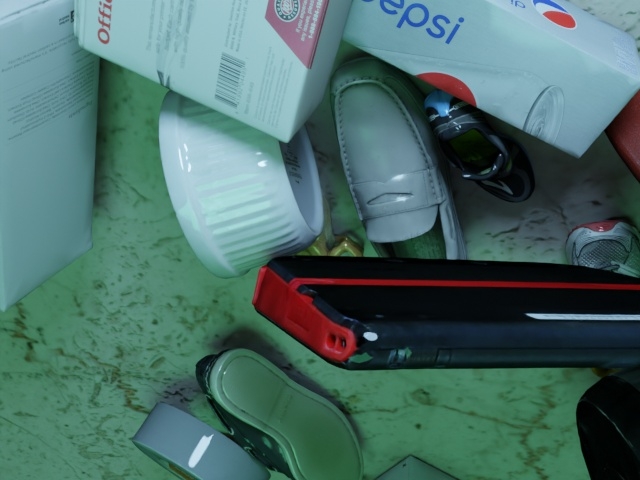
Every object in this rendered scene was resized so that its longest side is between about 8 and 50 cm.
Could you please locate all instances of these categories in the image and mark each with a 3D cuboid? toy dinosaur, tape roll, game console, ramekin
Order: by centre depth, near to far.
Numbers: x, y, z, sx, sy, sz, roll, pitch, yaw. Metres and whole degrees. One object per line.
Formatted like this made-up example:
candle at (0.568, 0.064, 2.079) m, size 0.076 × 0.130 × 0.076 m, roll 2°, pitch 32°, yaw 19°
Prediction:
game console at (0.152, 0.063, 0.644) m, size 0.386 × 0.342 × 0.060 m, roll 1°, pitch 96°, yaw -15°
ramekin at (-0.071, -0.071, 0.773) m, size 0.109 × 0.207 × 0.207 m, roll -13°, pitch 127°, yaw 12°
toy dinosaur at (0.000, 0.000, 0.909) m, size 0.112 × 0.064 × 0.211 m, roll 17°, pitch 132°, yaw 0°
tape roll at (-0.189, 0.347, 1.194) m, size 0.219 × 0.072 × 0.219 m, roll 26°, pitch 154°, yaw 14°

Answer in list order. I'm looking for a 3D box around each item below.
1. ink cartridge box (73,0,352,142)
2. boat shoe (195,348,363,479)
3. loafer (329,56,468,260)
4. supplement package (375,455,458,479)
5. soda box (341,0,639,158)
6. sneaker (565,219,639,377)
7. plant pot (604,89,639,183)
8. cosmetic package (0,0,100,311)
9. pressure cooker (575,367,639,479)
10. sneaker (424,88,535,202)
ink cartridge box at (-0.091, -0.205, 0.636) m, size 0.218 × 0.092 × 0.159 m, roll 25°, pitch 130°, yaw 7°
boat shoe at (-0.066, 0.279, 1.141) m, size 0.113 × 0.127 × 0.340 m, roll -3°, pitch 142°, yaw 50°
loafer at (0.091, -0.045, 0.813) m, size 0.112 × 0.111 × 0.319 m, roll -13°, pitch 127°, yaw 23°
supplement package at (0.178, 0.500, 1.220) m, size 0.203 × 0.194 × 0.149 m, roll 30°, pitch 130°, yaw -13°
soda box at (0.143, -0.191, 0.686) m, size 0.286 × 0.091 × 0.098 m, roll 25°, pitch 132°, yaw -9°
sneaker at (0.336, 0.070, 0.870) m, size 0.088 × 0.093 × 0.225 m, roll -7°, pitch 128°, yaw 19°
plant pot at (0.439, -0.067, 0.614) m, size 0.267 × 0.236 × 0.267 m, roll 23°, pitch 133°, yaw -13°
cosmetic package at (-0.353, -0.126, 0.792) m, size 0.197 × 0.155 × 0.366 m, roll 29°, pitch 132°, yaw 13°
pressure cooker at (0.529, 0.252, 0.780) m, size 0.420 × 0.370 × 0.375 m, roll -20°, pitch 129°, yaw 3°
sneaker at (0.164, -0.083, 0.771) m, size 0.067 × 0.078 × 0.188 m, roll -23°, pitch 143°, yaw 28°
